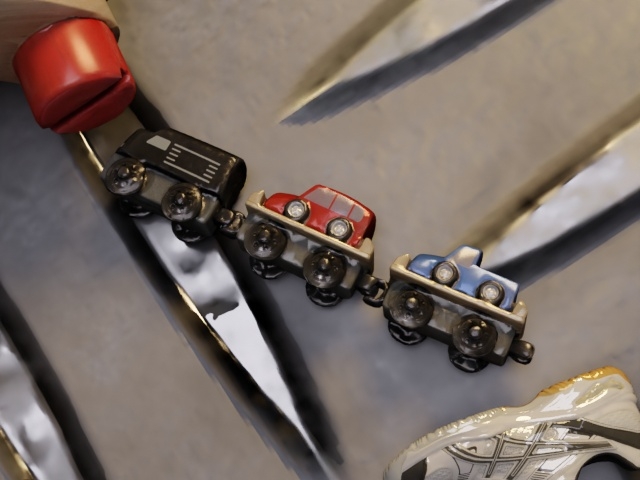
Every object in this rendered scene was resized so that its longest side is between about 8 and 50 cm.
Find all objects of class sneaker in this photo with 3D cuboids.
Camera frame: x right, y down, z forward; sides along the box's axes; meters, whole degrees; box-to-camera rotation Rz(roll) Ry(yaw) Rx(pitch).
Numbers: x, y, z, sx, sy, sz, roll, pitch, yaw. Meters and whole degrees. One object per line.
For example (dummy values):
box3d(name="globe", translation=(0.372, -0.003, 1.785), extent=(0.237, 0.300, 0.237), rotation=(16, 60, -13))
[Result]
box3d(name="sneaker", translation=(0.061, 0.069, 0.355), extent=(0.083, 0.032, 0.037), rotation=(-21, 75, 4))

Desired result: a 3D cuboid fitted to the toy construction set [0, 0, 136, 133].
box3d(name="toy construction set", translation=(-0.203, -0.027, 0.305), extent=(0.257, 0.237, 0.309), rotation=(-5, 78, 11))

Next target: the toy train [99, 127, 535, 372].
box3d(name="toy train", translation=(0.000, 0.000, 0.384), extent=(0.158, 0.027, 0.036), rotation=(24, 71, 13))
